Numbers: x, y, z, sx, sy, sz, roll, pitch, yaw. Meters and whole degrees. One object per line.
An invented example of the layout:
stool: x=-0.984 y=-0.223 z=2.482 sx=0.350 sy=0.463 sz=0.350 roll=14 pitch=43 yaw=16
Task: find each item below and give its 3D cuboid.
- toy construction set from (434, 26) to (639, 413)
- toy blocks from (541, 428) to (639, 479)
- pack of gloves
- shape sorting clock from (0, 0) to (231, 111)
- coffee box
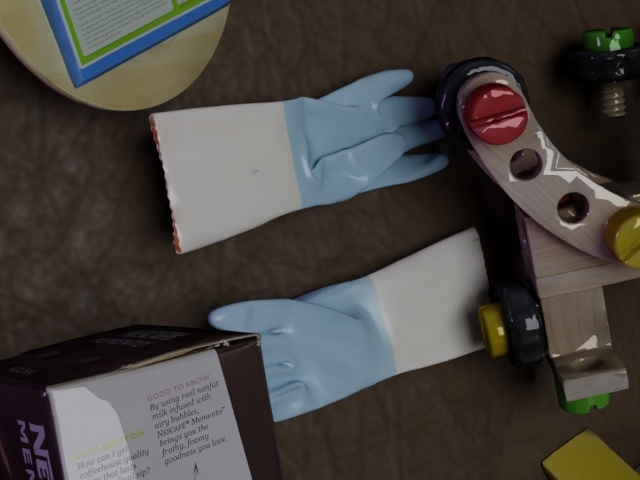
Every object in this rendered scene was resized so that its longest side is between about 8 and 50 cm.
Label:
toy construction set: x=0.224 y=-0.003 z=0.887 sx=0.257 sy=0.309 sz=0.237 roll=-12 pitch=103 yaw=-26
toy blocks: x=0.216 y=0.258 z=0.887 sx=0.381 sy=0.261 sz=0.190 roll=-32 pitch=103 yaw=-25
pack of gloves: x=0.000 y=0.000 z=0.912 sx=0.232 sy=0.046 sz=0.195 roll=-15 pitch=96 yaw=-37
shape sorting clock: x=-0.123 y=-0.175 z=0.816 sx=0.206 sy=0.040 sz=0.206 roll=-1 pitch=91 yaw=-53
coffee box: x=-0.091 y=0.202 z=0.778 sx=0.119 sy=0.168 sz=0.297 roll=-12 pitch=95 yaw=-28
